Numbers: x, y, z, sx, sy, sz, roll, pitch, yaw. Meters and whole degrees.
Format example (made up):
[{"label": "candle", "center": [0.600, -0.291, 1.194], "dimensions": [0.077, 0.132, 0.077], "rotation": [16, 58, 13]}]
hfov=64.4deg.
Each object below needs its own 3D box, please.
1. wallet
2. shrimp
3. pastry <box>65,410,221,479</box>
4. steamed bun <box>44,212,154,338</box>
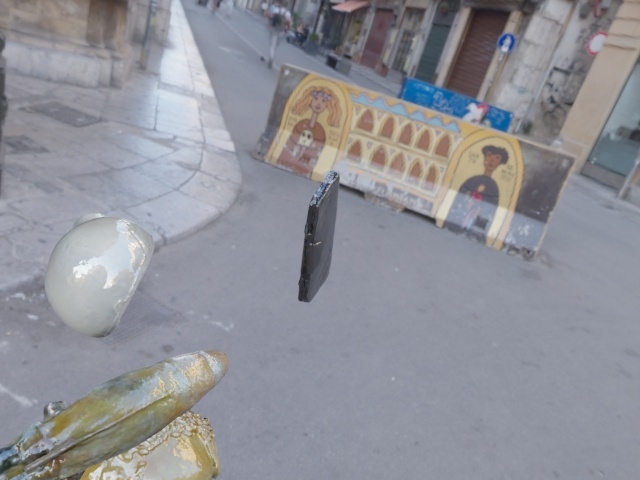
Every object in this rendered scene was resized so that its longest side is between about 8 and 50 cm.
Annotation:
[{"label": "wallet", "center": [0.000, 0.000, 1.210], "dimensions": [0.042, 0.309, 0.165], "rotation": [16, 37, 12]}, {"label": "shrimp", "center": [-0.226, 0.190, 0.535], "dimensions": [0.317, 0.168, 0.077], "rotation": [-17, 78, -54]}, {"label": "pastry", "center": [-0.370, 0.435, 1.052], "dimensions": [0.315, 0.184, 0.284], "rotation": [-3, 6, -13]}, {"label": "steamed bun", "center": [-0.343, 0.044, 0.781], "dimensions": [0.130, 0.177, 0.228], "rotation": [27, 8, -19]}]
